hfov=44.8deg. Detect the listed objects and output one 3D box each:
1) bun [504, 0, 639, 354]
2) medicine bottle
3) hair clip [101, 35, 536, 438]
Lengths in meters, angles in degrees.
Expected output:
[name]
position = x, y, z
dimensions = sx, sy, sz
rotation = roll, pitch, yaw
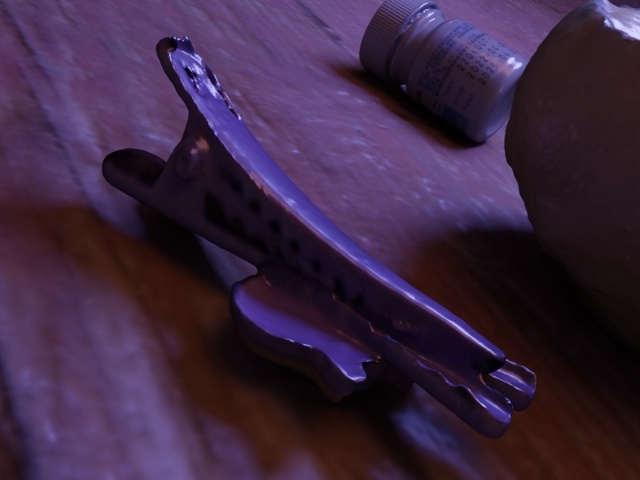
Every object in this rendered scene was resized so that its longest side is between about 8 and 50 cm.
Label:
[bun]
position = 0.294, -0.018, 0.599
dimensions = 0.364, 0.202, 0.364
rotation = 24, 30, -15
[medicine bottle]
position = 0.136, -0.191, 0.852
dimensions = 0.168, 0.105, 0.105
rotation = 39, 30, 19
[hair clip]
position = -0.011, 0.008, 0.427
dimensions = 0.278, 0.090, 0.137
rotation = 46, 20, 18
